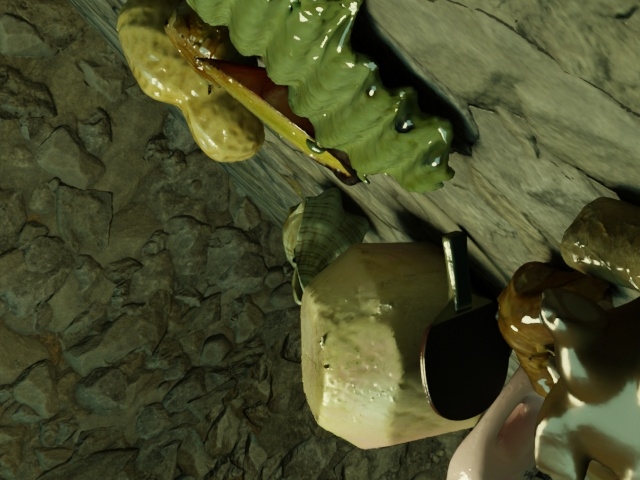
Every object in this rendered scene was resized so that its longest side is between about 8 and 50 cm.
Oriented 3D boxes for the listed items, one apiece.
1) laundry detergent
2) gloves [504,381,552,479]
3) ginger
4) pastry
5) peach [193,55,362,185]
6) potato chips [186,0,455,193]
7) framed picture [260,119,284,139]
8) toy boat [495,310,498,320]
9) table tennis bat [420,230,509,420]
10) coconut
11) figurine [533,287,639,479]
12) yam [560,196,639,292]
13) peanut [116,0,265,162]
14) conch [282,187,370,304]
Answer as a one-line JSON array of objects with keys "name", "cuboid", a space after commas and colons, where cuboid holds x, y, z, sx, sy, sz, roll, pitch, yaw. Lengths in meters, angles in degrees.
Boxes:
[{"name": "laundry detergent", "cuboid": [0.261, 0.297, 1.326, 0.088, 0.335, 0.159, 30, 165, 51]}, {"name": "gloves", "cuboid": [0.384, 0.309, 1.554, 0.197, 0.152, 0.301, 23, 165, 10]}, {"name": "ginger", "cuboid": [0.268, 0.107, 1.076, 0.133, 0.107, 0.309, 57, 180, 37]}, {"name": "pastry", "cuboid": [-0.154, -0.278, 1.334, 0.153, 0.081, 0.153, 49, 170, 12]}, {"name": "peach", "cuboid": [-0.043, -0.180, 1.263, 0.279, 0.068, 0.189, 38, 173, -12]}, {"name": "potato chips", "cuboid": [-0.035, -0.198, 0.998, 0.373, 0.097, 0.389, 40, 176, -29]}, {"name": "framed picture", "cuboid": [-0.169, -0.295, 1.655, 0.274, 0.017, 0.217, 42, 174, 19]}, {"name": "toy boat", "cuboid": [0.333, 0.179, 1.239, 0.260, 0.085, 0.078, 42, 175, 20]}, {"name": "table tennis bat", "cuboid": [0.197, 0.120, 1.288, 0.021, 0.154, 0.274, 18, 120, 57]}, {"name": "coconut", "cuboid": [0.137, 0.159, 1.474, 0.352, 0.352, 0.352, 43, 175, 5]}, {"name": "figurine", "cuboid": [0.280, 0.116, 0.797, 0.177, 0.173, 0.247, 14, 131, 38]}, {"name": "yam", "cuboid": [0.270, 0.027, 0.622, 0.066, 0.066, 0.299, 46, 174, -25]}, {"name": "peanut", "cuboid": [-0.199, -0.256, 1.473, 0.305, 0.147, 0.147, 45, 175, -15]}, {"name": "conch", "cuboid": [0.014, -0.002, 1.794, 0.386, 0.169, 0.203, -108, 12, -66]}]
